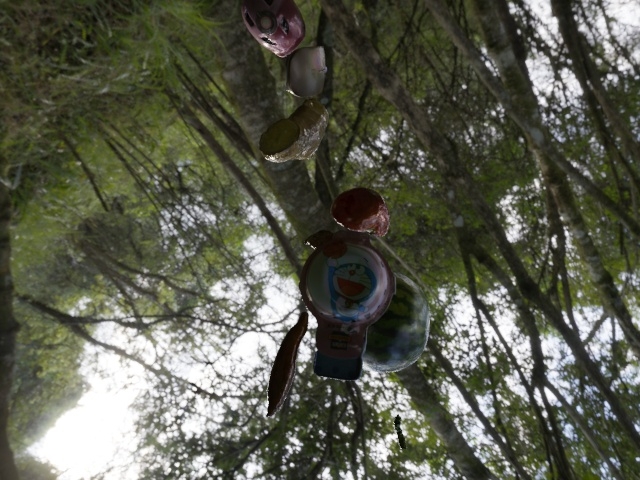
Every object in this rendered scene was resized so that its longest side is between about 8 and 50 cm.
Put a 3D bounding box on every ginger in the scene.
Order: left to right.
[{"bbox_3d":[-0.073,-0.328,1.376,0.127,0.189,0.354,16,-147,22],"label":"ginger"}]

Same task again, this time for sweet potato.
[{"bbox_3d":[-0.077,0.273,1.013,0.057,0.057,0.264,-15,-137,37],"label":"sweet potato"}]

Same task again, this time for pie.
[{"bbox_3d":[0.002,-0.001,1.505,0.088,0.033,0.191,-46,-149,-6],"label":"pie"}]

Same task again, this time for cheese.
[{"bbox_3d":[0.047,0.120,0.852,0.189,0.074,0.285,8,-100,4],"label":"cheese"}]

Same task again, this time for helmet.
[{"bbox_3d":[-0.189,-0.820,1.620,0.198,0.253,0.154,-35,172,27],"label":"helmet"}]

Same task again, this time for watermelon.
[{"bbox_3d":[0.162,0.215,1.207,0.285,0.285,0.285,-28,-148,20],"label":"watermelon"}]

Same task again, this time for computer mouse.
[{"bbox_3d":[-0.035,-0.586,1.525,0.072,0.158,0.310,11,-154,17],"label":"computer mouse"}]

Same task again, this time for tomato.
[{"bbox_3d":[0.163,-0.122,1.650,0.200,0.233,0.139,54,-55,42],"label":"tomato"}]

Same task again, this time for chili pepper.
[{"bbox_3d":[0.182,0.438,1.017,0.022,0.083,0.027,-12,179,9],"label":"chili pepper"}]
